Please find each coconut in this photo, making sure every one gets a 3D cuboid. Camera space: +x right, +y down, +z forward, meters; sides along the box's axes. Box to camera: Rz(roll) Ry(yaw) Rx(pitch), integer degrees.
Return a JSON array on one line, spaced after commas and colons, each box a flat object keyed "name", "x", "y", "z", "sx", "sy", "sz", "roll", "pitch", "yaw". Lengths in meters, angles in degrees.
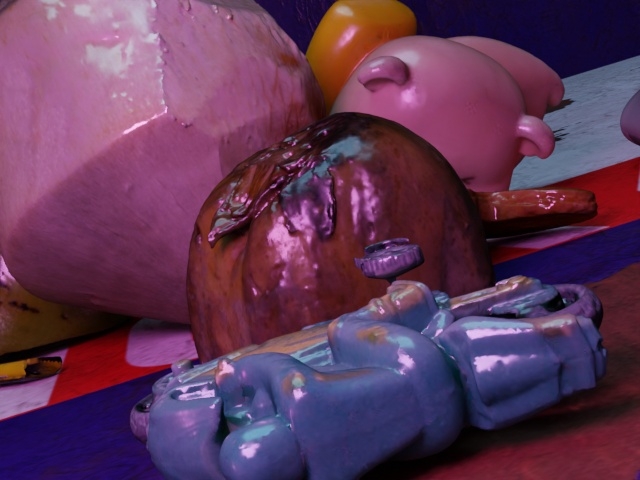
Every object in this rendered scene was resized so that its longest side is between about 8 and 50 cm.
[{"name": "coconut", "x": -0.159, "y": -0.095, "z": 1.390, "sx": 0.415, "sy": 0.415, "sz": 0.344, "roll": -24, "pitch": -17, "yaw": -43}]

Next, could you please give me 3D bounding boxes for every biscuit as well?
[{"name": "biscuit", "x": 0.150, "y": -0.030, "z": 1.302, "sx": 0.192, "sy": 0.036, "sz": 0.186, "roll": 2, "pitch": -9, "yaw": -36}, {"name": "biscuit", "x": -0.387, "y": 0.150, "z": 1.449, "sx": 0.292, "sy": 0.026, "sz": 0.048, "roll": -11, "pitch": -10, "yaw": 36}]

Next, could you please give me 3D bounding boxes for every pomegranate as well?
[{"name": "pomegranate", "x": -0.334, "y": 0.011, "z": 1.621, "sx": 0.358, "sy": 0.216, "sz": 0.309, "roll": -20, "pitch": 5, "yaw": -32}]

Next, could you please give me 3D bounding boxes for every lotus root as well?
[{"name": "lotus root", "x": 0.000, "y": 0.000, "z": 1.157, "sx": 0.272, "sy": 0.192, "sz": 0.272, "roll": -17, "pitch": 14, "yaw": 4}]

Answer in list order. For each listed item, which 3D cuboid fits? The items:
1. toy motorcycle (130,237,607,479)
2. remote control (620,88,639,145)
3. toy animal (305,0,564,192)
[{"name": "toy motorcycle", "x": 0.013, "y": 0.079, "z": 0.767, "sx": 0.296, "sy": 0.109, "sz": 0.198, "roll": -17, "pitch": 9, "yaw": 12}, {"name": "remote control", "x": 0.457, "y": -0.158, "z": 1.543, "sx": 0.221, "sy": 0.104, "sz": 0.332, "roll": -22, "pitch": 7, "yaw": 5}, {"name": "toy animal", "x": 0.139, "y": -0.105, "z": 1.538, "sx": 0.345, "sy": 0.278, "sz": 0.247, "roll": 16, "pitch": 7, "yaw": -33}]
